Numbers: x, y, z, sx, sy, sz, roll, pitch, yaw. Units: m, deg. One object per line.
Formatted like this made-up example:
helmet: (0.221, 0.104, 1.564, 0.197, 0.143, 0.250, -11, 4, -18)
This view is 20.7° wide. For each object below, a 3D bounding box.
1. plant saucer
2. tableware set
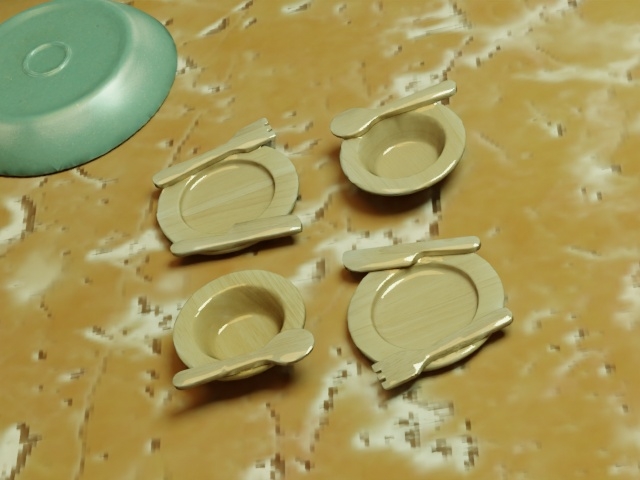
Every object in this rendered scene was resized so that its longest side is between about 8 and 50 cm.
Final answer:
plant saucer: (-0.129, -0.081, 0.848, 0.119, 0.021, 0.119, -10, 46, 10)
tableware set: (0.000, 0.000, 0.729, 0.141, 0.020, 0.168, -15, 45, 6)
